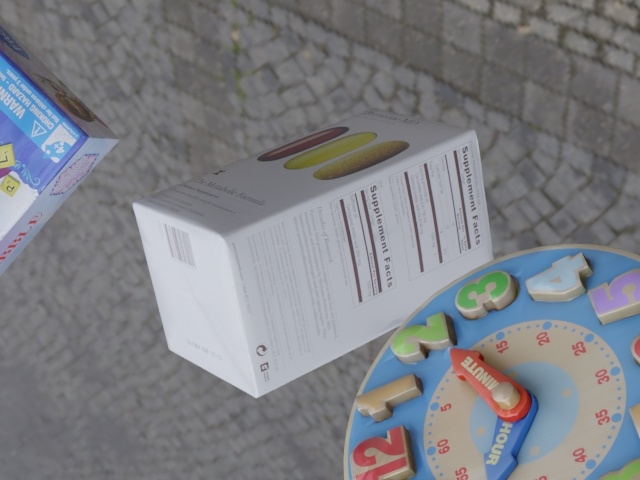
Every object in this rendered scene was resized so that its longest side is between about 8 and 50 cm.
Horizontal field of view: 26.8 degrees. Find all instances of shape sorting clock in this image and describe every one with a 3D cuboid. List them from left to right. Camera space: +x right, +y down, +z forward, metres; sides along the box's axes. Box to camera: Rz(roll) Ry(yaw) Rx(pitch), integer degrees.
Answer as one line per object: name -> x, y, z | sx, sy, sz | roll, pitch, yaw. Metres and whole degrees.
shape sorting clock -> 0.101, 0.086, 0.674 | 0.206, 0.206, 0.040 | 14, 157, 47

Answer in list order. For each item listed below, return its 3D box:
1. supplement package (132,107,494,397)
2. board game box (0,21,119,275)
supplement package -> 0.000, 0.000, 1.065 | 0.139, 0.244, 0.134 | 19, 127, 51
board game box -> -0.376, -0.071, 1.054 | 0.319, 0.318, 0.066 | 44, -169, 8
